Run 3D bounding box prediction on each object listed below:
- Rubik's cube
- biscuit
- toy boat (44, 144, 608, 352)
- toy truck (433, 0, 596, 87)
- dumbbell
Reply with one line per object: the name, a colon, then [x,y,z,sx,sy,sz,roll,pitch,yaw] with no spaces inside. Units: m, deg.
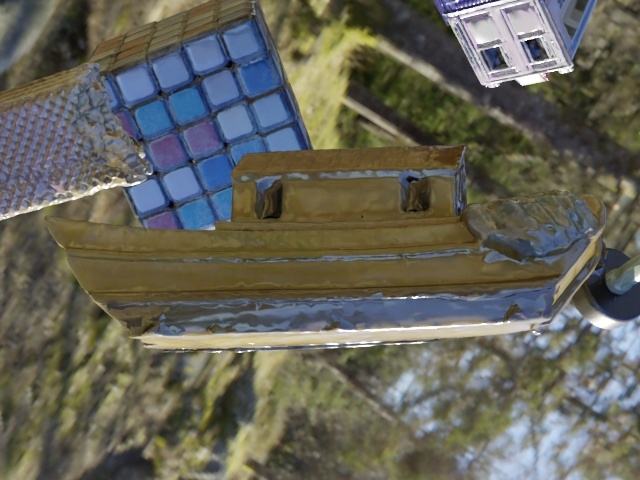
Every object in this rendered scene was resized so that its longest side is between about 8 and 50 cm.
Rubik's cube: [-0.182,-0.198,1.744,0.292,0.287,0.293,-20,-159,5]
biscuit: [-0.273,-0.076,0.988,0.239,0.108,0.062,-14,-153,19]
toy boat: [0.000,0.000,0.885,0.136,0.446,0.162,48,40,-71]
toy truck: [0.220,-0.291,1.124,0.124,0.155,0.268,-6,-140,38]
dumbbell: [0.376,0.027,1.289,0.100,0.100,0.191,-56,-173,-34]
